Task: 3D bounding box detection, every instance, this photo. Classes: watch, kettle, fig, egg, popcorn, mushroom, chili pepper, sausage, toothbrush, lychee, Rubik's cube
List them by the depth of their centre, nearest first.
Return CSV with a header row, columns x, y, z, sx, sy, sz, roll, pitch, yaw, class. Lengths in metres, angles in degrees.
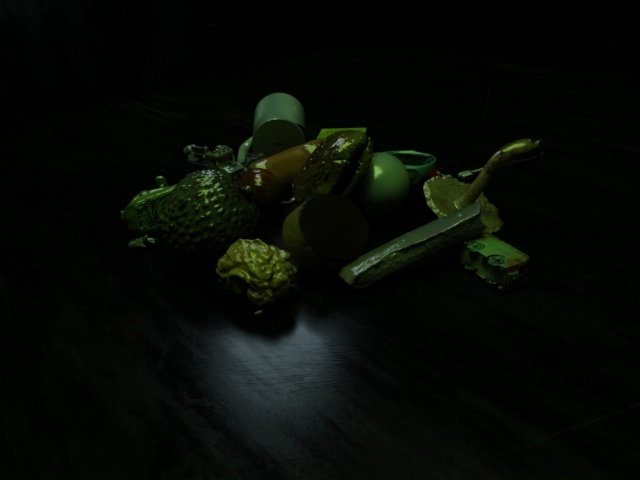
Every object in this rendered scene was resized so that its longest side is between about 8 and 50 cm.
x,y,z,sx,sy,sz,roll,pitch,yaw,class
-0.144,0.070,1.410,0.163,0.140,0.194,-33,40,-32,popcorn
-0.289,-0.056,1.568,0.274,0.255,0.255,-43,34,1,lychee
0.410,-0.160,1.585,0.233,0.301,0.208,20,4,-17,mushroom
0.171,-0.165,1.734,0.183,0.182,0.264,3,20,16,egg
-0.184,-0.135,1.808,0.149,0.202,0.148,20,74,20,fig
0.369,-0.174,1.860,0.050,0.059,0.268,-37,20,27,chili pepper
0.605,-0.253,1.979,0.342,0.025,0.030,-18,35,-21,toothbrush
0.267,-0.250,1.992,0.237,0.068,0.195,1,28,10,watch
-0.082,-0.248,1.995,0.354,0.116,0.134,-25,64,-33,sausage
-0.221,-0.255,2.061,0.093,0.111,0.111,17,25,-15,Rubik's cube
-0.183,-0.409,2.231,0.265,0.205,0.318,-4,31,-2,kettle

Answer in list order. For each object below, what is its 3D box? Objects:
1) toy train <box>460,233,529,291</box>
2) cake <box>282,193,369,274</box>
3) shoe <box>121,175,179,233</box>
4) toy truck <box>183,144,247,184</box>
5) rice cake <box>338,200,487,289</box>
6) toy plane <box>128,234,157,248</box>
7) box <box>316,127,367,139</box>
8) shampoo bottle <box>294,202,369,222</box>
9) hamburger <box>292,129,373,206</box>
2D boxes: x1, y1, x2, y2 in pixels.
x,y,z,sx,sy,sz,roll,pitch,yaw,class
0.411,0.046,1.415,0.099,0.072,0.188,-18,30,-18,toy train
0.000,0.000,1.502,0.208,0.178,0.185,1,66,-21,cake
-0.471,-0.111,1.792,0.262,0.140,0.128,-22,38,-20,shoe
-0.344,-0.233,1.960,0.213,0.177,0.161,15,33,34,toy truck
0.231,0.017,1.435,0.399,0.064,0.070,-25,27,-7,rice cake
-0.512,0.004,1.701,0.083,0.033,0.080,-8,17,-4,toy plane
0.066,-0.349,2.234,0.187,0.047,0.335,1,30,11,box
0.033,-0.073,1.715,0.236,0.068,0.067,13,34,34,shampoo bottle
0.026,-0.194,1.621,0.134,0.265,0.285,29,7,-18,hamburger
